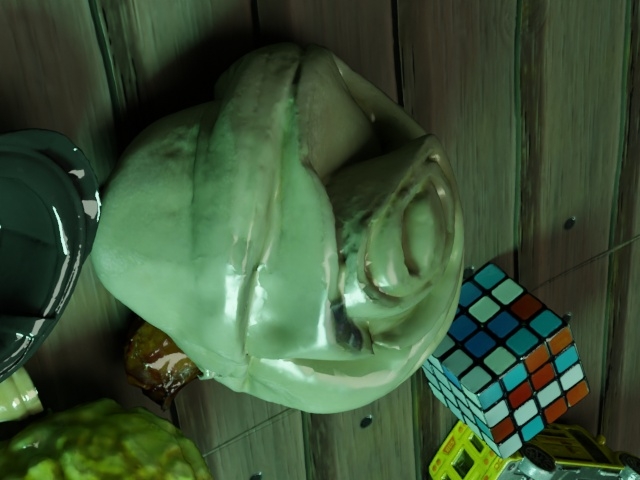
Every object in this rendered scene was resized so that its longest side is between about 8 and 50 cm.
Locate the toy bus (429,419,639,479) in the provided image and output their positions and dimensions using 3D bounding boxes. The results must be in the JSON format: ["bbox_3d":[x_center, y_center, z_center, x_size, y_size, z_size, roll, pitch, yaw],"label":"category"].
[{"bbox_3d":[0.318,0.336,1.996,0.330,0.152,0.144,13,116,-40],"label":"toy bus"}]

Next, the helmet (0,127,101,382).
[{"bbox_3d":[-0.340,0.005,1.248,0.279,0.160,0.230,-51,139,-18],"label":"helmet"}]

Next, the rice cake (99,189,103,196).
[{"bbox_3d":[-0.224,-0.018,1.409,0.211,0.034,0.043,-34,138,-14],"label":"rice cake"}]

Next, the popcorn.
[{"bbox_3d":[-0.240,0.298,1.450,0.282,0.247,0.282,-20,158,-8],"label":"popcorn"}]

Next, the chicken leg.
[{"bbox_3d":[-0.089,0.076,1.552,0.304,0.093,0.113,-27,138,-29],"label":"chicken leg"}]

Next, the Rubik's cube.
[{"bbox_3d":[0.226,0.153,1.792,0.151,0.154,0.155,-37,135,-10],"label":"Rubik's cube"}]

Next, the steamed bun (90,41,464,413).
[{"bbox_3d":[0.000,0.000,1.389,0.342,0.255,0.367,-56,130,-17],"label":"steamed bun"}]

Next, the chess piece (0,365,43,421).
[{"bbox_3d":[-0.349,0.168,1.429,0.122,0.066,0.066,-24,132,-14],"label":"chess piece"}]
